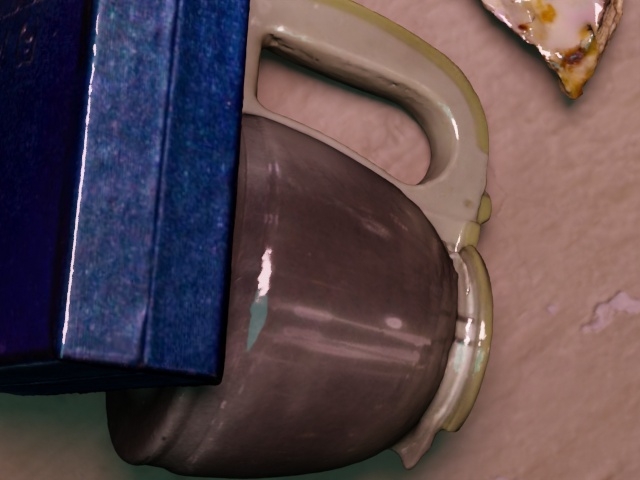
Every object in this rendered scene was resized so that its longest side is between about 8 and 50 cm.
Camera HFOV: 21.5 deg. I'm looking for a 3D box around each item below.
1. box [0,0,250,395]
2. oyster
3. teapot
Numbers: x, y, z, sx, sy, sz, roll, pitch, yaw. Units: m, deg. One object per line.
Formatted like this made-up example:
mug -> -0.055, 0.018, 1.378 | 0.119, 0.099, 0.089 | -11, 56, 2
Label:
box -> -0.159, -0.050, 1.043 | 0.116, 0.261, 0.279 | 12, 77, -32
oyster -> 0.151, -0.216, 1.172 | 0.133, 0.072, 0.209 | -44, 76, 10
teapot -> -0.009, 0.017, 1.149 | 0.239, 0.321, 0.239 | 14, 138, -20
